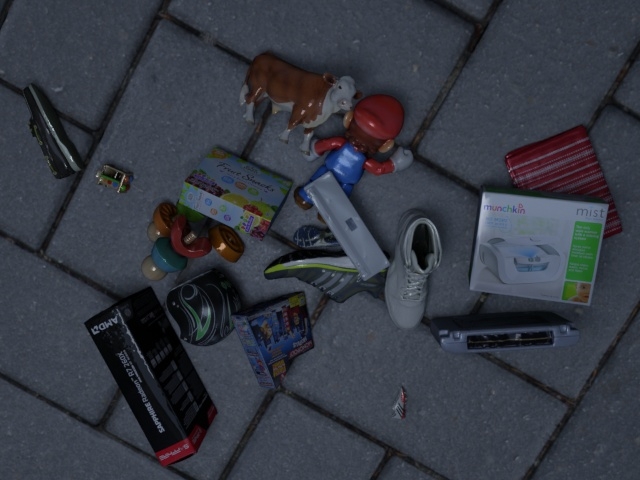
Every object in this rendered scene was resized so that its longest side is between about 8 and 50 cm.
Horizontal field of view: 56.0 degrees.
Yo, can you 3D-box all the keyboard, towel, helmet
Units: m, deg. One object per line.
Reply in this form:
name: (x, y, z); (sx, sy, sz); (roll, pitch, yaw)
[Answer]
keyboard: (0.061, -0.031, 1.348); (0.072, 0.014, 0.256); (-34, 100, -2)
towel: (0.567, -0.111, 1.407); (0.199, 0.031, 0.274); (-23, 96, 5)
helmet: (-0.268, 0.164, 1.416); (0.169, 0.169, 0.161); (-27, 89, 6)

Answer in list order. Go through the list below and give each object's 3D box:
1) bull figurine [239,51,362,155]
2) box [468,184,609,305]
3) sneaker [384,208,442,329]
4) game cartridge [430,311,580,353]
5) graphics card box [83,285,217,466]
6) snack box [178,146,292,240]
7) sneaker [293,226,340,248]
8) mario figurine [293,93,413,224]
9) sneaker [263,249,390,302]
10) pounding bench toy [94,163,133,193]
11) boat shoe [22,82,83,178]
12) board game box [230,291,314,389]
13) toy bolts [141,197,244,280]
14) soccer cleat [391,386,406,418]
bull figurine: (-0.055, -0.309, 1.334); (0.310, 0.101, 0.188); (33, 99, 31)
box: (0.479, 0.004, 1.353); (0.262, 0.127, 0.231); (8, 105, 11)
sneaker: (0.209, 0.080, 1.379); (0.108, 0.169, 0.292); (3, 98, 1)
game cartridge: (0.406, 0.205, 1.369); (0.294, 0.196, 0.060); (-4, 97, 3)
graphics card box: (-0.382, 0.304, 1.401); (0.094, 0.233, 0.370); (-25, 96, 6)
snack box: (-0.188, -0.110, 1.368); (0.207, 0.174, 0.070); (26, 128, -1)
sneaker: (0.000, 0.000, 1.436); (0.135, 0.058, 0.052); (1, 70, 24)
mario figurine: (0.081, -0.194, 1.396); (0.198, 0.170, 0.320); (24, 112, -36)
sneaker: (0.015, 0.088, 1.421); (0.300, 0.111, 0.121); (-1, 100, 4)
pounding bench toy: (-0.489, -0.145, 1.425); (0.065, 0.083, 0.052); (23, 97, 0)
boat shoe: (-0.647, -0.256, 1.420); (0.069, 0.081, 0.227); (-26, 98, 1)
board game box: (-0.106, 0.240, 1.424); (0.060, 0.194, 0.194); (-2, 101, 42)
toy bolts: (-0.310, 0.019, 1.379); (0.158, 0.228, 0.218); (-37, 107, 17)
soccer cleat: (0.193, 0.403, 1.488); (0.036, 0.029, 0.083); (0, 102, -2)
